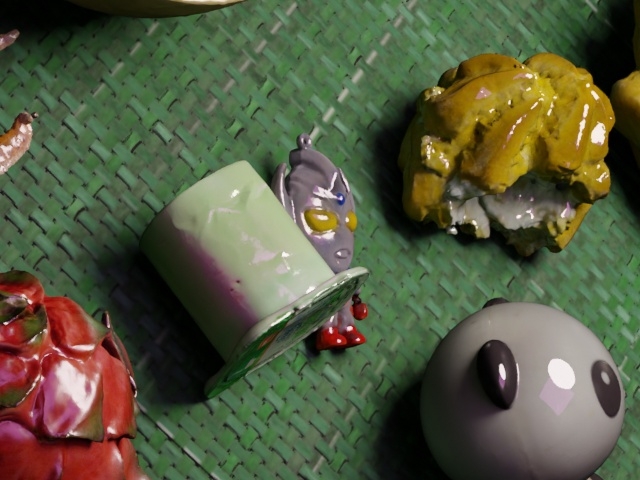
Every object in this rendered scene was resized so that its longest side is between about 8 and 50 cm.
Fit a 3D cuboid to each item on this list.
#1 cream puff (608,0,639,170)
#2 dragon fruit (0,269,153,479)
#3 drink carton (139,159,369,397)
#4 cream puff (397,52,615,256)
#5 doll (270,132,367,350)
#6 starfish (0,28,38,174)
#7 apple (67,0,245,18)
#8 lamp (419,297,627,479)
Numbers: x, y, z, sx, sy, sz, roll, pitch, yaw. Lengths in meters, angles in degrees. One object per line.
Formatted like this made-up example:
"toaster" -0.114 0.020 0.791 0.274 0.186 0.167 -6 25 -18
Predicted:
"cream puff" 0.423 -0.151 2.049 0.274 0.270 0.323 -44 98 -7
"dragon fruit" -0.217 0.138 1.437 0.193 0.192 0.274 -28 128 -7
"drink carton" -0.063 0.021 1.636 0.144 0.146 0.142 -30 77 -31
"cream puff" 0.185 -0.097 1.858 0.221 0.195 0.195 10 63 -37
"doll" 0.000 0.000 1.745 0.104 0.062 0.195 -5 79 -32
"starfish" -0.368 -0.116 1.526 0.302 0.060 0.299 35 54 -18
"apple" -0.142 -0.362 1.670 0.360 0.320 0.311 -1 31 -43
"lamp" 0.188 0.172 1.728 0.198 0.198 0.244 -35 105 -42
